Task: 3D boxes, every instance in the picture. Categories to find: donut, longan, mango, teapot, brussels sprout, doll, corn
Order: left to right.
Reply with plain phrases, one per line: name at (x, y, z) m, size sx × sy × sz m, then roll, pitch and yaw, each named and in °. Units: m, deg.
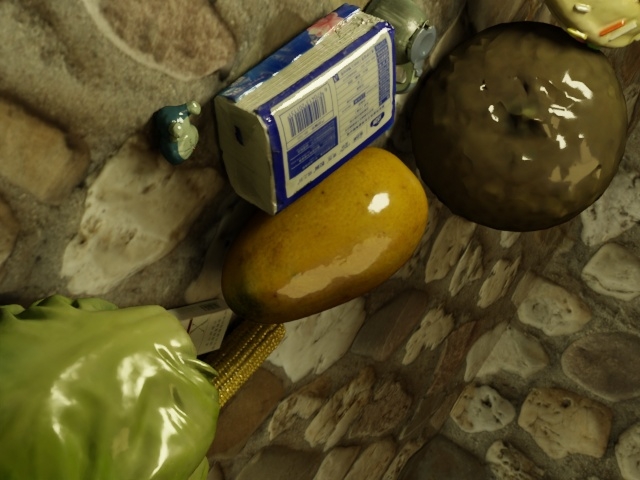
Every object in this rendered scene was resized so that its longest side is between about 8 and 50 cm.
brussels sprout at (-0.337, 0.290, 1.176) m, size 0.361 × 0.342 × 0.426 m, roll -27°, pitch 131°, yaw -56°
doll at (-0.185, -0.143, 1.290) m, size 0.083 × 0.050 × 0.076 m, roll 88°, pitch 25°, yaw -48°
corn at (-0.162, 0.221, 1.699) m, size 0.248 × 0.081 × 0.081 m, roll -46°, pitch 152°, yaw -21°
mango at (0.000, 0.000, 1.544) m, size 0.378 × 0.263 × 0.221 m, roll -36°, pitch 106°, yaw -28°
teapot at (0.118, -0.310, 1.551) m, size 0.149 × 0.108 × 0.111 m, roll -60°, pitch 152°, yaw 6°
longan at (0.354, -0.208, 1.779) m, size 0.391 × 0.391 × 0.391 m, roll -40°, pitch 149°, yaw -30°
donut at (0.457, -0.491, 1.650) m, size 0.150 × 0.371 × 0.307 m, roll -24°, pitch -154°, yaw 44°

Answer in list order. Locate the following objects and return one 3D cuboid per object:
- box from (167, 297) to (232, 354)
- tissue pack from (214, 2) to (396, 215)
box at (-0.210, 0.146, 1.578) m, size 0.154 × 0.040 × 0.084 m, roll -12°, pitch 130°, yaw -56°
tissue pack at (-0.019, -0.195, 1.426) m, size 0.269 × 0.137 × 0.209 m, roll -40°, pitch 150°, yaw -24°
